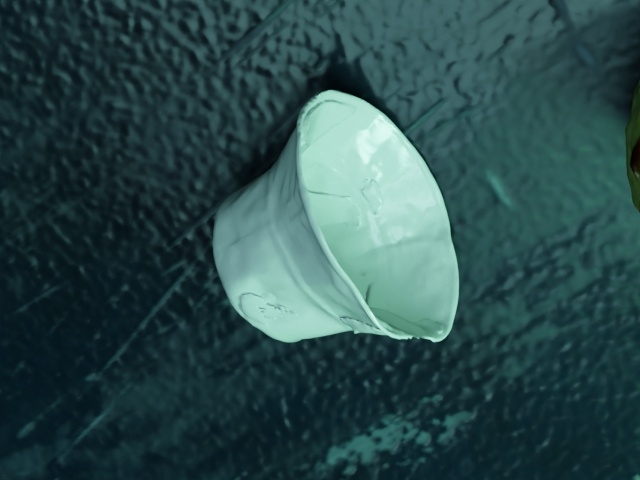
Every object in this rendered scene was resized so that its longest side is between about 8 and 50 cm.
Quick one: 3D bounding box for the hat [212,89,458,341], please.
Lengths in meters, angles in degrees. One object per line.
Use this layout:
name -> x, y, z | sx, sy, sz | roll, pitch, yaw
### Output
hat -> 0.000, 0.000, 1.340 | 0.126, 0.203, 0.203 | -21, 107, 32

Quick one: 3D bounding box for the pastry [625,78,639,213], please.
pastry -> 0.324, -0.109, 1.230 | 0.256, 0.237, 0.170 | -15, 96, 11
